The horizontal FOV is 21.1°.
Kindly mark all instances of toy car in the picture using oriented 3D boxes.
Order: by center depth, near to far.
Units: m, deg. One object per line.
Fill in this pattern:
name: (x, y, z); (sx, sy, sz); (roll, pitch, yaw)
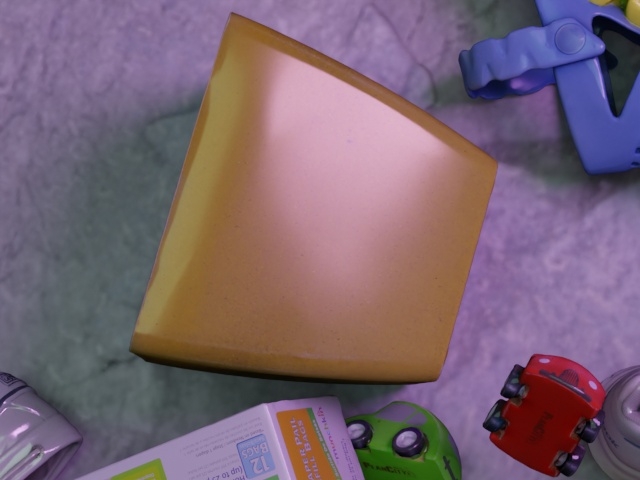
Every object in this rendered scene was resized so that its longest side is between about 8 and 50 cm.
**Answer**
toy car: (0.105, 0.140, 1.113); (0.225, 0.239, 0.053); (6, 46, 33)

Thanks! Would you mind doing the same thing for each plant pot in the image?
plant pot: (0.000, 0.000, 1.114); (0.187, 0.212, 0.212); (17, 84, -1)

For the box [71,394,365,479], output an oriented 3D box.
box: (-0.076, 0.185, 1.108); (0.203, 0.103, 0.114); (-25, 78, 23)

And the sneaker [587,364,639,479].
sneaker: (0.318, 0.114, 1.080); (0.297, 0.129, 0.111); (-7, 78, 6)

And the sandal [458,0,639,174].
sandal: (0.216, -0.096, 1.140); (0.317, 0.126, 0.138); (38, 95, 19)

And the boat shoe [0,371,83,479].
boat shoe: (-0.261, 0.220, 1.169); (0.088, 0.096, 0.267); (33, 79, 16)
